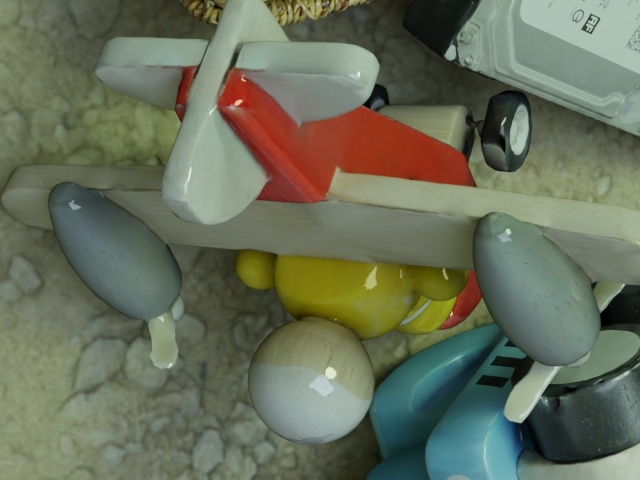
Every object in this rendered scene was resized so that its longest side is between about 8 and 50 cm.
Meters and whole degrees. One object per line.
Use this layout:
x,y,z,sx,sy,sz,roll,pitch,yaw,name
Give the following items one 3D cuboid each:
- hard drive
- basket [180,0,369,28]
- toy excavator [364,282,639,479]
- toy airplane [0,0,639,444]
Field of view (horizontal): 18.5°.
0.239,-0.199,1.424,0.339,0.064,0.237,16,111,-46,hard drive
-0.008,-0.299,1.365,0.299,0.213,0.223,-20,125,-28,basket
0.075,0.198,1.454,0.433,0.445,0.222,-45,119,-50,toy excavator
0.000,0.000,1.306,0.384,0.386,0.272,10,85,-18,toy airplane
